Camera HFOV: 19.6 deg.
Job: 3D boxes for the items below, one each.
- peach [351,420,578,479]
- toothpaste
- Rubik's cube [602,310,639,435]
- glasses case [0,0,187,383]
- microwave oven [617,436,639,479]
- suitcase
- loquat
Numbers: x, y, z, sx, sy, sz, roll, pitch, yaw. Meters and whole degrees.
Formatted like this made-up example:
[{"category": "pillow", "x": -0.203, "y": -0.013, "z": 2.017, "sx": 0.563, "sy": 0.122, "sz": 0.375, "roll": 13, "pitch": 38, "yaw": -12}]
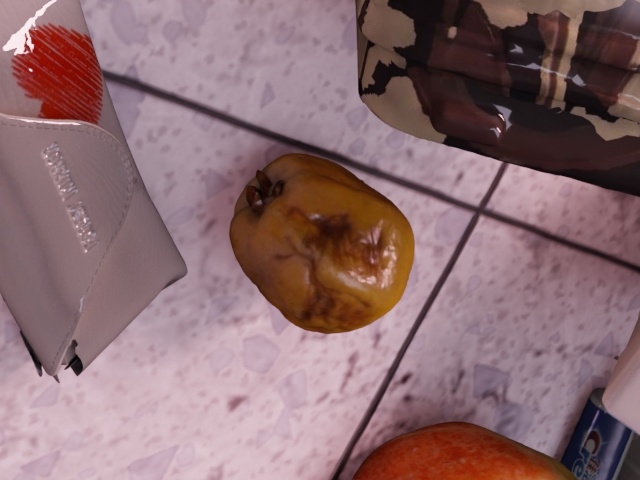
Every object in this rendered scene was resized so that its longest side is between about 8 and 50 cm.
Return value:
[{"category": "peach", "x": 0.129, "y": 0.271, "z": 1.469, "sx": 0.232, "sy": 0.257, "sz": 0.232, "roll": -20, "pitch": 130, "yaw": -26}, {"category": "toothpaste", "x": 0.227, "y": 0.232, "z": 1.648, "sx": 0.069, "sy": 0.047, "sz": 0.268, "roll": 17, "pitch": 105, "yaw": -7}, {"category": "Rubik's cube", "x": 0.431, "y": 0.055, "z": 1.425, "sx": 0.291, "sy": 0.290, "sz": 0.291, "roll": -57, "pitch": 176, "yaw": 23}, {"category": "glasses case", "x": -0.170, "y": -0.042, "z": 1.185, "sx": 0.128, "sy": 0.083, "sz": 0.308, "roll": -31, "pitch": 130, "yaw": -16}, {"category": "microwave oven", "x": 0.446, "y": 0.248, "z": 1.690, "sx": 0.295, "sy": 0.237, "sz": 0.181, "roll": -25, "pitch": 129, "yaw": -22}, {"category": "suitcase", "x": 0.193, "y": -0.165, "z": 1.211, "sx": 0.351, "sy": 0.339, "sz": 0.194, "roll": 15, "pitch": 114, "yaw": -6}, {"category": "loquat", "x": 0.000, "y": 0.000, "z": 1.304, "sx": 0.137, "sy": 0.137, "sz": 0.113, "roll": 16, "pitch": 132, "yaw": -40}]
